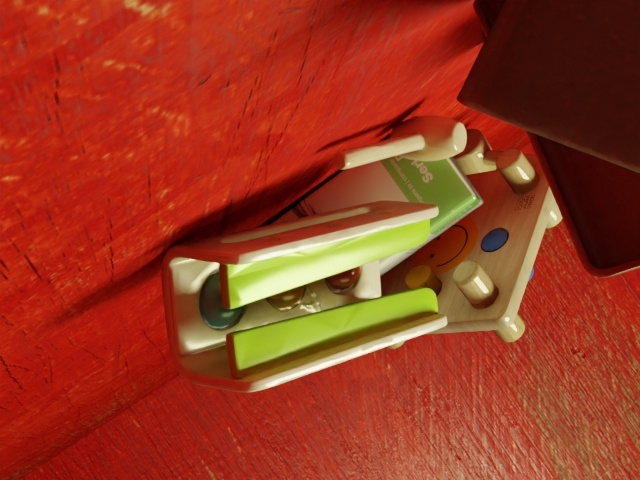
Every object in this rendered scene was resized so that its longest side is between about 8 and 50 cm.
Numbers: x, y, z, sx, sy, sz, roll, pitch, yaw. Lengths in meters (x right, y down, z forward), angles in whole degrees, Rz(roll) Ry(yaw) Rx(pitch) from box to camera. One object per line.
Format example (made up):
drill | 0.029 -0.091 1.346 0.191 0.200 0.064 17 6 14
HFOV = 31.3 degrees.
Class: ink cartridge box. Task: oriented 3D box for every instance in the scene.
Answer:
ink cartridge box | 0.042 -0.011 1.315 0.273 0.115 0.198 -36 175 9

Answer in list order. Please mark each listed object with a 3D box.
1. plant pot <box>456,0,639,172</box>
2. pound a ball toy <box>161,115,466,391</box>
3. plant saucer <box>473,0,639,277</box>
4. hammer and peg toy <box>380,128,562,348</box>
plant pot | 0.242 -0.142 0.536 0.247 0.248 0.252 -22 133 -69
pound a ball toy | 0.000 0.000 1.097 0.319 0.208 0.135 -15 -167 -43
plant saucer | 0.261 -0.105 0.762 0.258 0.259 0.048 -18 145 5
hammer and peg toy | 0.191 -0.031 1.486 0.266 0.127 0.361 -7 -134 42
